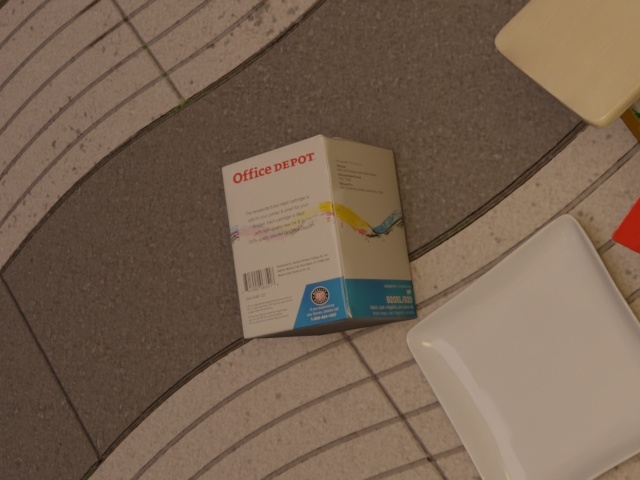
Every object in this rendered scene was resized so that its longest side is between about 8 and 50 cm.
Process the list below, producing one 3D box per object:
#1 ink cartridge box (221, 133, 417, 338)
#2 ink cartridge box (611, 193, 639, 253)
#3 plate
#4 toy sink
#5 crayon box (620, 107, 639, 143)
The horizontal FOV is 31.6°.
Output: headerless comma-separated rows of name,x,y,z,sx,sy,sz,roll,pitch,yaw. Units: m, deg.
ink cartridge box,0.000,0.000,1.471,0.171,0.168,0.233,-13,80,35
ink cartridge box,0.506,-0.025,1.001,0.308,0.385,0.091,-58,17,20
plate,0.268,0.155,1.343,0.278,0.045,0.277,-40,66,28
toy sink,0.304,-0.192,1.023,0.234,0.131,0.153,-45,50,4
crayon box,0.406,-0.171,1.158,0.318,0.202,0.081,4,72,38
